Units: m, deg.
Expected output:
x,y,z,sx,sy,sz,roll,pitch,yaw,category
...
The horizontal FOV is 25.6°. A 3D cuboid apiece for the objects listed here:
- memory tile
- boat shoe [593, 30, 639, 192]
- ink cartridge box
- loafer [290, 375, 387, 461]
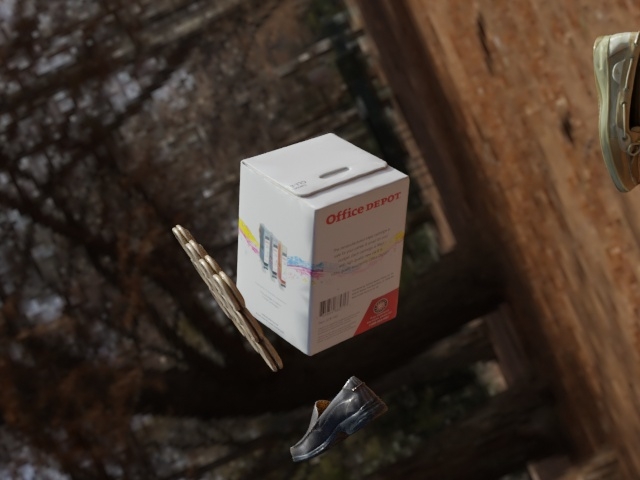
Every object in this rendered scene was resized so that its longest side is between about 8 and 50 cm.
x,y,z,sx,sy,sz,roll,pitch,yaw,category
-0.082,0.049,1.240,0.113,0.012,0.148,61,170,-32,memory tile
0.296,-0.123,1.353,0.056,0.048,0.153,-11,-84,-63,boat shoe
0.000,0.000,1.457,0.127,0.128,0.176,34,131,40,ink cartridge box
0.014,0.234,1.833,0.061,0.170,0.062,56,-146,7,loafer
